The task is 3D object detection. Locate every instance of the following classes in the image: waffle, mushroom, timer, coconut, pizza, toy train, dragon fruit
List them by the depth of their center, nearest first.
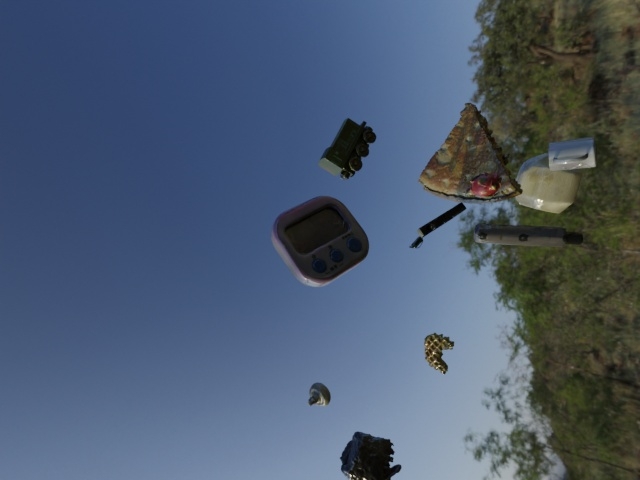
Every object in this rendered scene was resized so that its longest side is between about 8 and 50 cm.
[{"bbox_3d":[0.000,0.000,0.921,0.208,0.191,0.069,-28,-14,-30],"label":"timer"},{"bbox_3d":[0.530,-0.178,1.311,0.086,0.116,0.081,48,-133,-36],"label":"dragon fruit"},{"bbox_3d":[-0.010,0.525,1.350,0.079,0.085,0.085,-17,-68,-43],"label":"mushroom"},{"bbox_3d":[0.098,-0.322,1.397,0.137,0.090,0.226,30,-108,-10],"label":"toy train"},{"bbox_3d":[0.632,-0.357,1.662,0.130,0.439,0.407,-3,-78,-47],"label":"pizza"},{"bbox_3d":[0.957,-0.251,1.695,0.244,0.244,0.248,-9,-66,-58],"label":"coconut"},{"bbox_3d":[0.545,0.519,1.856,0.051,0.148,0.194,-14,-72,-38],"label":"waffle"}]

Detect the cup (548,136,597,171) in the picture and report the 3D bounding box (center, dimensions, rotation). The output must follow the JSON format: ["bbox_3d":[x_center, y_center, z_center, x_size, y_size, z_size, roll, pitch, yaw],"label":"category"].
[{"bbox_3d":[0.826,-0.270,1.319,0.099,0.133,0.136,54,-130,-37],"label":"cup"}]

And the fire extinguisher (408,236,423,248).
[{"bbox_3d":[0.392,0.014,1.632,0.083,0.038,0.025,-37,-41,-42],"label":"fire extinguisher"}]

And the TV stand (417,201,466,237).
[{"bbox_3d":[0.484,-0.082,1.601,0.249,0.036,0.042,-30,-14,-22],"label":"TV stand"}]

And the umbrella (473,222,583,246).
[{"bbox_3d":[0.708,-0.017,1.385,0.073,0.336,0.067,51,-134,-60],"label":"umbrella"}]

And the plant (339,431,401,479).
[{"bbox_3d":[0.205,0.880,1.585,0.178,0.233,0.204,-63,-1,12],"label":"plant"}]
